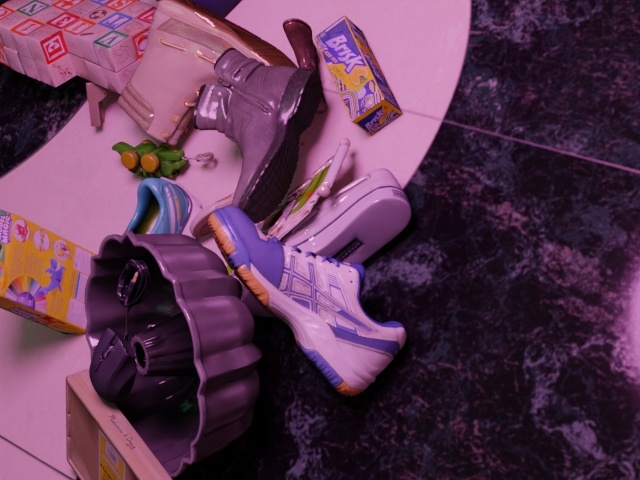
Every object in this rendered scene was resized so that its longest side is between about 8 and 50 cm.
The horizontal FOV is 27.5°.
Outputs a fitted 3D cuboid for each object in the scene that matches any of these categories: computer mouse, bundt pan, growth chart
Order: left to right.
[{"bbox_3d":[-0.262,0.119,1.688,0.071,0.041,0.242,50,136,37],"label":"computer mouse"},{"bbox_3d":[-0.186,0.140,1.729,0.331,0.124,0.330,23,118,52],"label":"bundt pan"},{"bbox_3d":[-0.048,-0.037,1.785,0.237,0.021,0.172,-42,14,23],"label":"growth chart"}]

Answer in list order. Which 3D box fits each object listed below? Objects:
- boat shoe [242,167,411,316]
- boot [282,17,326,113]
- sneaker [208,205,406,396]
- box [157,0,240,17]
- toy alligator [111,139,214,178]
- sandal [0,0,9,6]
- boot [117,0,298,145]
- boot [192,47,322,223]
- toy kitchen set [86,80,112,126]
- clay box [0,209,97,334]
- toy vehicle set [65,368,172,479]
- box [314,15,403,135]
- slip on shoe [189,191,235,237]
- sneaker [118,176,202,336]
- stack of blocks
[{"bbox_3d":[0.000,0.000,1.750,0.267,0.096,0.088,-40,39,20],"label":"boat shoe"},{"bbox_3d":[-0.021,-0.246,1.862,0.037,0.106,0.114,-15,59,17],"label":"boot"},{"bbox_3d":[-0.015,0.054,1.668,0.131,0.112,0.296,-42,96,-4],"label":"sneaker"},{"bbox_3d":[-0.174,-0.446,2.020,0.207,0.153,0.108,-45,53,12],"label":"box"},{"bbox_3d":[-0.239,-0.116,1.994,0.190,0.056,0.051,9,121,30],"label":"toy alligator"},{"bbox_3d":[-0.501,-0.476,2.260,0.446,0.167,0.107,-27,39,22],"label":"sandal"},{"bbox_3d":[-0.167,-0.224,1.950,0.262,0.095,0.203,31,107,13],"label":"boot"},{"bbox_3d":[-0.109,-0.145,1.813,0.161,0.083,0.246,14,71,24],"label":"boot"},{"bbox_3d":[-0.330,-0.232,2.119,0.083,0.075,0.068,-2,23,0],"label":"toy kitchen set"},{"bbox_3d":[-0.425,0.048,1.935,0.053,0.222,0.127,-8,66,32],"label":"clay box"},{"bbox_3d":[-0.270,0.318,1.769,0.267,0.035,0.166,44,140,38],"label":"toy vehicle set"},{"bbox_3d":[0.051,-0.233,1.836,0.059,0.054,0.168,-34,54,18],"label":"box"},{"bbox_3d":[-0.129,-0.037,1.883,0.135,0.051,0.041,-31,67,13],"label":"slip on shoe"},{"bbox_3d":[-0.268,0.038,1.905,0.107,0.110,0.275,8,76,36],"label":"sneaker"},{"bbox_3d":[-0.384,-0.326,2.102,0.297,0.087,0.171,25,51,38],"label":"stack of blocks"}]
